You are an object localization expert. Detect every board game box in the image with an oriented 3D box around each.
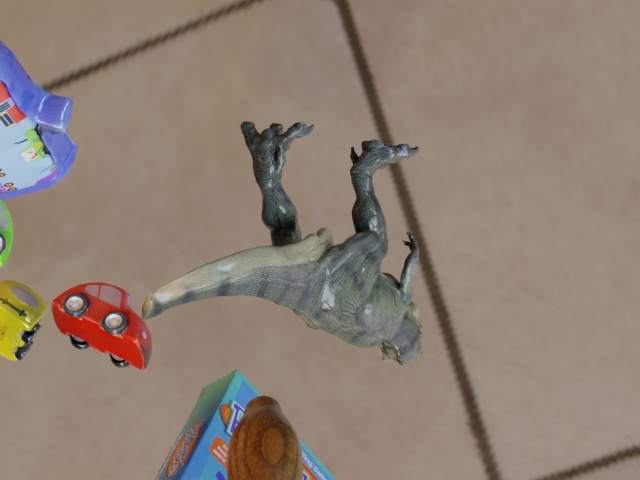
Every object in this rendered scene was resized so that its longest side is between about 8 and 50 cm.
[{"bbox_3d":[-0.062,0.226,1.478,0.047,0.210,0.160,-32,108,30],"label":"board game box"}]

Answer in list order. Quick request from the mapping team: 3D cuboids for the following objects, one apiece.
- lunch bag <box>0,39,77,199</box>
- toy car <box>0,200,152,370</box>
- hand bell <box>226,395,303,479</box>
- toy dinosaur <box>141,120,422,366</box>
[{"bbox_3d":[-0.338,-0.099,1.424,0.293,0.221,0.138,3,68,10],"label":"lunch bag"},{"bbox_3d":[-0.267,0.020,1.603,0.239,0.225,0.053,-1,44,45],"label":"toy car"},{"bbox_3d":[-0.027,0.150,0.863,0.126,0.126,0.242,-30,26,12],"label":"hand bell"},{"bbox_3d":[0.000,0.000,0.974,0.064,0.268,0.118,-1,80,32],"label":"toy dinosaur"}]
